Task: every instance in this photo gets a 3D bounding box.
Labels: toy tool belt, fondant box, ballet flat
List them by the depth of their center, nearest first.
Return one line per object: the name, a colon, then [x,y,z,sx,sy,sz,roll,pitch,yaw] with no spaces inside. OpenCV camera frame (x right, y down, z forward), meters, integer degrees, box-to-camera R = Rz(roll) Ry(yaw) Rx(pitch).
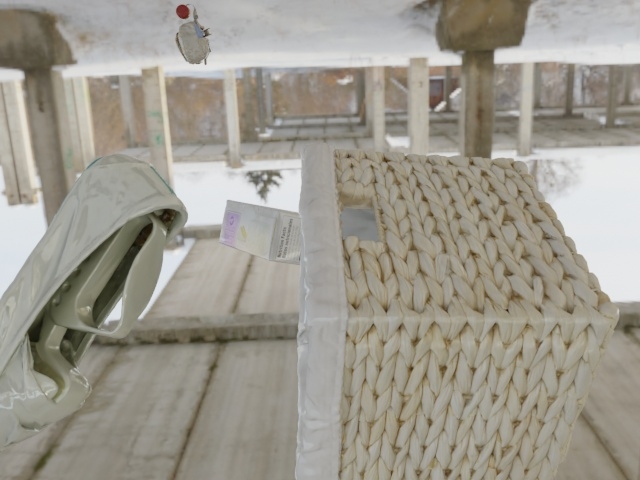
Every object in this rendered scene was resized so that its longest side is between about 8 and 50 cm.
ballet flat: [-0.272,0.094,0.692,0.139,0.400,0.139,30,173,4]
toy tool belt: [-0.185,-0.298,0.964,0.052,0.083,0.051,-15,-171,9]
fondant box: [0.000,0.000,1.299,0.330,0.096,0.238,11,-178,-31]

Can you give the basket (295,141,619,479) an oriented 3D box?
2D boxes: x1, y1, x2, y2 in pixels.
basket: [0.102,0.107,0.725,0.266,0.331,0.328,2,-147,-3]
